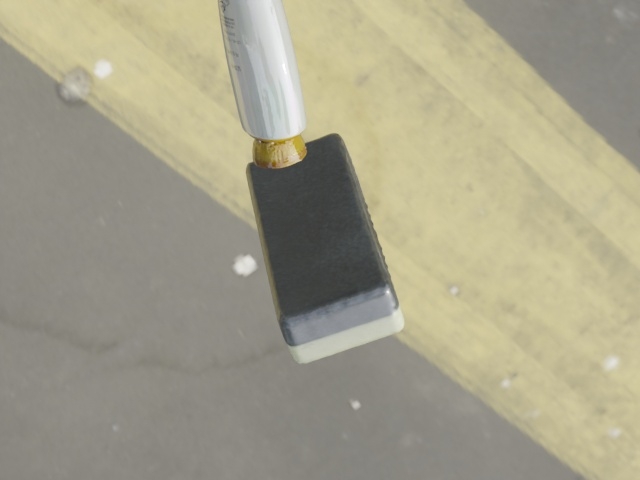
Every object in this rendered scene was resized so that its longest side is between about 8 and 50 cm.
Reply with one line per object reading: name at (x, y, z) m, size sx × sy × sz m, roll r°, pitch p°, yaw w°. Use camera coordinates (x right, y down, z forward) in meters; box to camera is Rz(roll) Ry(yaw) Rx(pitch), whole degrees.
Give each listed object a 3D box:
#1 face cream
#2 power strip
face cream at (-0.048, -0.147, 1.234) m, size 0.051 × 0.072 × 0.182 m, roll -27°, pitch 123°, yaw -27°
power strip at (0.000, 0.000, 1.400) m, size 0.105 × 0.256 × 0.070 m, roll -18°, pitch 131°, yaw 3°
